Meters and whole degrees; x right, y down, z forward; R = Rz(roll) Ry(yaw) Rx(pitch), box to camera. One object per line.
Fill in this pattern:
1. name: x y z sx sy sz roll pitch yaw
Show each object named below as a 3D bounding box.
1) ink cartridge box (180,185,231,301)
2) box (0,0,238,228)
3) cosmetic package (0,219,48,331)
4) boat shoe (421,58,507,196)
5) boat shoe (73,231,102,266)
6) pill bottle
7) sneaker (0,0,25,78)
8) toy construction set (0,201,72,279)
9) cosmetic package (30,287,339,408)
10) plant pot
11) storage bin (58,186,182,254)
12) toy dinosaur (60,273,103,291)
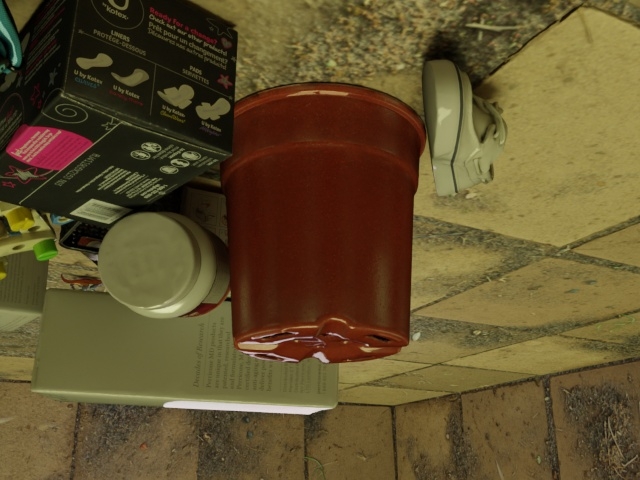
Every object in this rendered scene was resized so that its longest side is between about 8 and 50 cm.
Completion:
1. ink cartridge box: -0.116 0.042 1.086 0.309 0.130 0.272 10 159 -25
2. box: -0.214 -0.125 0.641 0.163 0.142 0.247 17 155 -39
3. cosmetic package: -0.561 0.054 1.072 0.183 0.152 0.151 15 154 -41
4. boat shoe: 0.163 -0.118 0.731 0.088 0.096 0.267 -8 159 10
5. boat shoe: -0.385 0.020 1.150 0.043 0.049 0.137 39 171 18
6. pill bottle: -0.175 0.031 0.779 0.121 0.121 0.221 -1 174 2
7. sneaker: -0.328 -0.147 0.547 0.139 0.125 0.341 34 152 -6
8. toy construction set: -0.411 -0.038 0.795 0.214 0.151 0.327 -22 -179 -13
9. cosmetic package: -0.211 0.194 1.099 0.452 0.162 0.230 6 162 -9
10. plant pot: 0.000 0.000 0.793 0.272 0.265 0.272 -1 159 0
11. storage bin: -0.282 -0.043 0.930 0.122 0.085 0.180 14 154 -33
12. toy dinosaur: -0.466 0.093 1.343 0.082 0.047 0.090 -21 146 3
